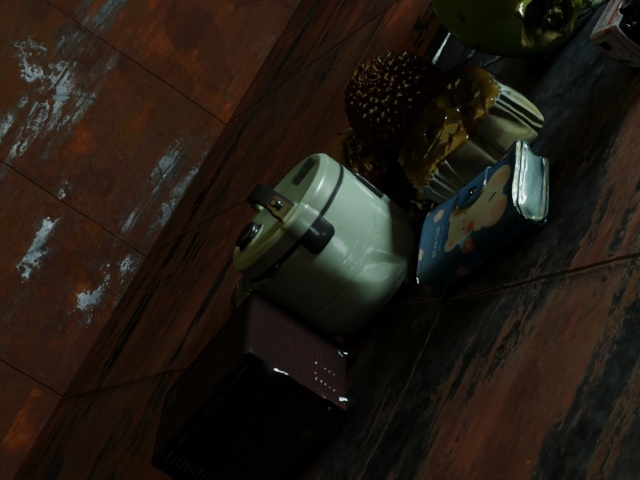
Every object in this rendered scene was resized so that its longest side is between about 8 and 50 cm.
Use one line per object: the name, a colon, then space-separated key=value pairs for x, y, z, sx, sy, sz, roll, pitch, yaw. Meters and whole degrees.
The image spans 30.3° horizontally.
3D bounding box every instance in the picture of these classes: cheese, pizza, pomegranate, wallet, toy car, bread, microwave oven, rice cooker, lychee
cheese: x=0.142 y=-0.052 z=1.776 sx=0.086 sy=0.036 sz=0.162 roll=-55 pitch=16 yaw=-10
pizza: x=0.073 y=-0.136 z=1.996 sx=0.058 sy=0.127 sz=0.246 roll=-52 pitch=-1 yaw=36
pomegranate: x=0.282 y=-0.372 z=1.673 sx=0.260 sy=0.260 sz=0.340 roll=-48 pitch=20 yaw=23
wallet: x=0.246 y=-0.372 z=2.110 sx=0.247 sy=0.041 sz=0.323 roll=-59 pitch=13 yaw=-16
toy car: x=0.412 y=-0.310 z=1.429 sx=0.209 sy=0.089 sz=0.108 roll=-60 pitch=11 yaw=-6
bread: x=0.201 y=-0.145 z=1.660 sx=0.192 sy=0.110 sz=0.210 roll=-52 pitch=16 yaw=14
microwave oven: x=-0.092 y=0.222 z=1.635 sx=0.247 sy=0.178 sz=0.188 roll=-49 pitch=15 yaw=21
rice cooker: x=0.000 y=0.000 z=1.701 sx=0.226 sy=0.244 sz=0.226 roll=-49 pitch=16 yaw=20
wallet: x=0.207 y=-0.027 z=1.502 sx=0.202 sy=0.059 sz=0.141 roll=-42 pitch=27 yaw=43
lychee: x=0.127 y=-0.223 z=1.921 sx=0.188 sy=0.188 sz=0.188 roll=-49 pitch=17 yaw=20

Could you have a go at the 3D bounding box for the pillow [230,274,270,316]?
pillow: x=-0.068 y=0.014 z=2.146 sx=0.161 sy=0.093 sz=0.335 roll=-40 pitch=22 yaw=57
